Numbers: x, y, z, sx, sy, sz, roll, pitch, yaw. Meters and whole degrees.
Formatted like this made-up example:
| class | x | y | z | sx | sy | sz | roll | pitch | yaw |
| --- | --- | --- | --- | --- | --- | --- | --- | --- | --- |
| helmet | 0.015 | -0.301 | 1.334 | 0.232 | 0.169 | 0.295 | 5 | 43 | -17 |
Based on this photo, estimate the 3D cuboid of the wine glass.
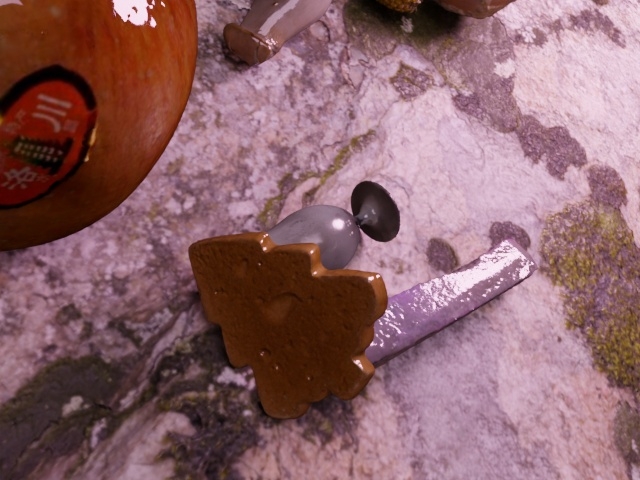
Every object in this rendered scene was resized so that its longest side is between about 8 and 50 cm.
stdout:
| class | x | y | z | sx | sy | sz | roll | pitch | yaw |
| --- | --- | --- | --- | --- | --- | --- | --- | --- | --- |
| wine glass | 0.000 | 0.000 | 0.733 | 0.202 | 0.093 | 0.092 | -30 | 82 | -35 |

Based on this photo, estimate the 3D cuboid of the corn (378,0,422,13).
| class | x | y | z | sx | sy | sz | roll | pitch | yaw |
| --- | --- | --- | --- | --- | --- | --- | --- | --- | --- |
| corn | 0.065 | -0.474 | 0.992 | 0.260 | 0.091 | 0.091 | 32 | 39 | -5 |

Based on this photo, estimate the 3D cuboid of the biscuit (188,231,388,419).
| class | x | y | z | sx | sy | sz | roll | pitch | yaw |
| --- | --- | --- | --- | --- | --- | --- | --- | --- | --- |
| biscuit | -0.044 | 0.075 | 0.635 | 0.239 | 0.212 | 0.041 | 39 | 28 | 11 |

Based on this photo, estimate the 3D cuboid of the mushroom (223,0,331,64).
| class | x | y | z | sx | sy | sz | roll | pitch | yaw |
| --- | --- | --- | --- | --- | --- | --- | --- | --- | --- |
| mushroom | -0.053 | -0.336 | 0.875 | 0.116 | 0.093 | 0.225 | 18 | 67 | 7 |

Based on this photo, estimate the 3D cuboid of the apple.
| class | x | y | z | sx | sy | sz | roll | pitch | yaw |
| --- | --- | --- | --- | --- | --- | --- | --- | --- | --- |
| apple | -0.315 | -0.172 | 0.530 | 0.401 | 0.333 | 0.400 | 22 | 40 | -21 |

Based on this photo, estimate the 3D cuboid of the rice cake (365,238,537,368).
| class | x | y | z | sx | sy | sz | roll | pitch | yaw |
| --- | --- | --- | --- | --- | --- | --- | --- | --- | --- |
| rice cake | 0.145 | 0.086 | 0.783 | 0.399 | 0.064 | 0.070 | -21 | 68 | -33 |

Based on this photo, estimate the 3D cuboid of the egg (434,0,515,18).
| class | x | y | z | sx | sy | sz | roll | pitch | yaw |
| --- | --- | --- | --- | --- | --- | --- | --- | --- | --- |
| egg | 0.263 | -0.508 | 1.041 | 0.204 | 0.203 | 0.245 | -16 | 70 | -31 |

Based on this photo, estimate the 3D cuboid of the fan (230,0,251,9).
| class | x | y | z | sx | sy | sz | roll | pitch | yaw |
| --- | --- | --- | --- | --- | --- | --- | --- | --- | --- |
| fan | -0.197 | -0.235 | 0.407 | 0.329 | 0.009 | 0.190 | 25 | 42 | -10 |
